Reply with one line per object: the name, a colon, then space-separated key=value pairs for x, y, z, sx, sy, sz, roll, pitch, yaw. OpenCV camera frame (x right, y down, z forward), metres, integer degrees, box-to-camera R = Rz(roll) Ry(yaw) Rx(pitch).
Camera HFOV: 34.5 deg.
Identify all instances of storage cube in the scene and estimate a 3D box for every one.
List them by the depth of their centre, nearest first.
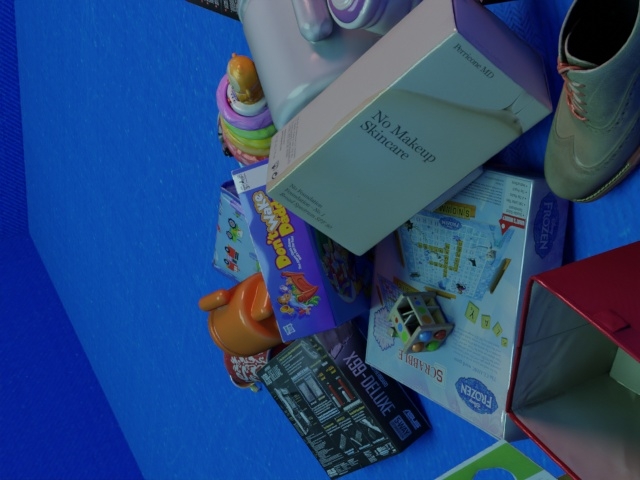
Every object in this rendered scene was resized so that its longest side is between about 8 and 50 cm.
storage cube: x=0.323 y=0.127 z=1.010 sx=0.215 sy=0.193 sz=0.184 roll=45 pitch=142 yaw=46

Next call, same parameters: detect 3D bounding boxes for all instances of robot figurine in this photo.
robot figurine: x=0.006 y=-0.268 z=1.391 sx=0.300 sy=0.199 sz=0.354 roll=69 pitch=-177 yaw=-71
robot figurine: x=-0.111 y=0.130 z=1.764 sx=0.219 sy=0.158 sz=0.128 roll=-31 pitch=79 yaw=54

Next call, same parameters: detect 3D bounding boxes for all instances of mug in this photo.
mug: x=-0.089 y=0.235 z=2.034 sx=0.169 sy=0.150 sz=0.113 roll=-9 pitch=60 yaw=60
mug: x=-0.172 y=0.299 z=2.255 sx=0.064 sy=0.062 sz=0.078 roll=159 pitch=101 yaw=-72

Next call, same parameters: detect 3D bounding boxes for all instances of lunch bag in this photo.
lunch bag: x=-0.044 y=0.038 z=1.806 sx=0.293 sy=0.138 sz=0.221 roll=43 pitch=145 yaw=25

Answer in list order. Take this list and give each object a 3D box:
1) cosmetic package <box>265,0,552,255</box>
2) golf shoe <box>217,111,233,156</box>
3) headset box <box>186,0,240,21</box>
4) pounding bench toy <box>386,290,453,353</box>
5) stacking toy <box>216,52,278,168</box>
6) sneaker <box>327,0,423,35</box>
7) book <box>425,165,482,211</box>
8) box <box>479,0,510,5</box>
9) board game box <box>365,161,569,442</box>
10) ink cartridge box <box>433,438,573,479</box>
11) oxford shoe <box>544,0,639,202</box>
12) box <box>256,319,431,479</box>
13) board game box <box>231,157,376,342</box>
cosmetic package: x=0.094 y=-0.133 z=1.190 sx=0.309 sy=0.160 sz=0.113 roll=-39 pitch=31 yaw=34
golf shoe: x=-0.162 y=-0.236 z=1.915 sx=0.086 sy=0.067 sz=0.186 roll=65 pitch=153 yaw=22
headset box: x=-0.141 y=-0.487 z=1.680 sx=0.293 sy=0.110 sz=0.218 roll=33 pitch=133 yaw=54
pounding bench toy: x=0.121 y=0.116 z=1.312 sx=0.083 sy=0.052 sz=0.065 roll=-62 pitch=41 yaw=42
stacking toy: x=-0.092 y=-0.206 z=1.544 sx=0.302 sy=0.165 sz=0.175 roll=46 pitch=-156 yaw=-78
sneaker: x=0.105 y=-0.395 z=1.244 sx=0.114 sy=0.152 sz=0.305 roll=30 pitch=107 yaw=48
book: x=0.157 y=-0.119 z=1.282 sx=0.096 sy=0.035 sz=0.144 roll=-34 pitch=39 yaw=37
box: x=0.204 y=-0.300 z=1.127 sx=0.062 sy=0.083 sz=0.052 roll=61 pitch=150 yaw=24
board game box: x=0.177 y=0.053 z=1.332 sx=0.318 sy=0.065 sz=0.318 roll=24 pitch=112 yaw=58
ink cartridge box: x=0.283 y=0.283 z=1.144 sx=0.255 sy=0.097 sz=0.189 roll=35 pitch=148 yaw=0
oxford shoe: x=0.271 y=-0.169 z=1.014 sx=0.123 sy=0.130 sz=0.348 roll=54 pitch=148 yaw=36
box: x=0.027 y=0.268 z=1.747 sx=0.242 sy=0.076 sz=0.307 roll=54 pitch=151 yaw=6
board game box: x=0.000 y=0.000 z=1.476 sx=0.347 sy=0.078 sz=0.233 roll=-11 pitch=-96 yaw=-74
